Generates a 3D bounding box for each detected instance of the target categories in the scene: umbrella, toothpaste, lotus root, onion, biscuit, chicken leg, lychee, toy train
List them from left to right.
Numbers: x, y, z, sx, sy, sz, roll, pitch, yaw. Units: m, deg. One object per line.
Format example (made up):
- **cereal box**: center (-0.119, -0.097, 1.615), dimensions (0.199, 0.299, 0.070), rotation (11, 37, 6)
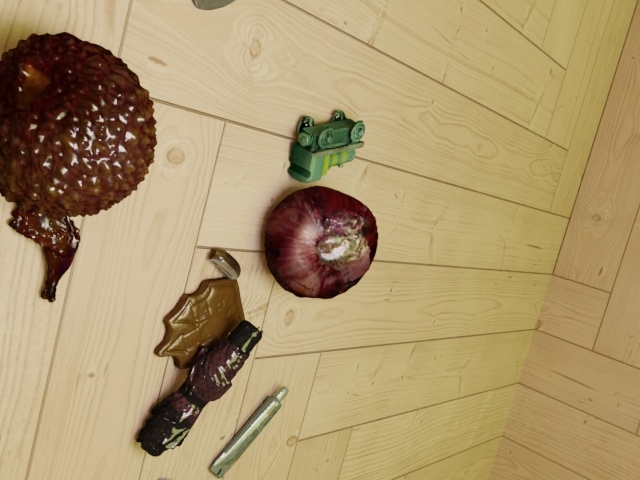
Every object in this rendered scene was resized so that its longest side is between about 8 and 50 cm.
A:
- **chicken leg**: center (-0.419, -0.001, 1.025), dimensions (0.093, 0.053, 0.205), rotation (-20, 117, -17)
- **lychee**: center (-0.339, -0.144, 0.919), dimensions (0.271, 0.271, 0.272), rotation (-24, 124, -42)
- **umbrella**: center (-0.236, 0.288, 1.309), dimensions (0.326, 0.090, 0.094), rotation (-50, 142, -5)
- **biscuit**: center (-0.240, 0.176, 1.332), dimensions (0.215, 0.034, 0.182), rotation (-33, 129, -37)
- **lotus root**: center (-0.185, 0.044, 1.327), dimensions (0.083, 0.030, 0.038), rotation (49, 37, -39)
- **toothpaste**: center (-0.161, 0.444, 1.545), dimensions (0.255, 0.037, 0.067), rotation (-49, 143, -20)
- **onion**: center (0.000, 0.000, 1.418), dimensions (0.251, 0.219, 0.252), rotation (-1, 102, -5)
- **toy train**: center (0.018, -0.207, 1.443), dimensions (0.200, 0.083, 0.132), rotation (-18, 130, -45)

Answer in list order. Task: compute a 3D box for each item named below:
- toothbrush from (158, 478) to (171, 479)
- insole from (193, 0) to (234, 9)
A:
- **toothbrush**: center (-0.264, 0.562, 1.485), dimensions (0.288, 0.021, 0.024), rotation (37, 67, -51)
- **insole**: center (-0.153, -0.453, 1.173), dimensions (0.192, 0.010, 0.063), rotation (-33, 130, -39)
